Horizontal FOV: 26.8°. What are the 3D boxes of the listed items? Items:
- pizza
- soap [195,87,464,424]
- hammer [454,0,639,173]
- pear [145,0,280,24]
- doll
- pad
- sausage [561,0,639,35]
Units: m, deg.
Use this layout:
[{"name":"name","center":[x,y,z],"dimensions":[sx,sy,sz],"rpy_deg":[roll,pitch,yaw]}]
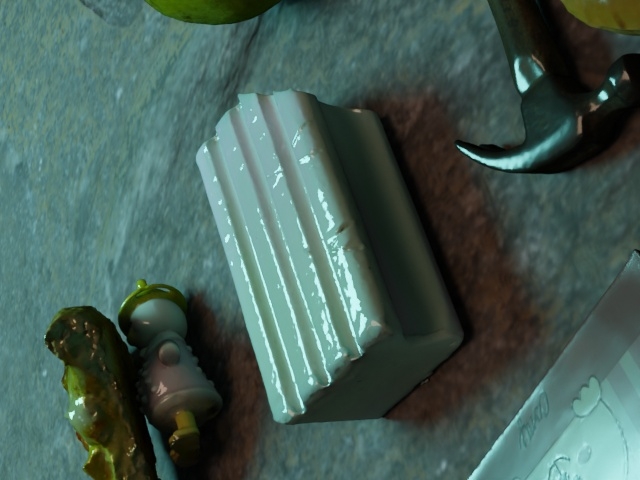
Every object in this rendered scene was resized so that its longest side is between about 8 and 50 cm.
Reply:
[{"name":"pizza","center":[-0.209,0.202,1.338],"dimensions":[0.280,0.075,0.288],"rpy_deg":[82,170,-71]},{"name":"soap","center":[0.000,0.000,1.138],"dimensions":[0.173,0.095,0.289],"rpy_deg":[-49,50,41]},{"name":"hammer","center":[0.126,-0.250,1.030],"dimensions":[0.168,0.044,0.440],"rpy_deg":[-39,56,44]},{"name":"pear","center":[-0.096,-0.291,1.227],"dimensions":[0.200,0.200,0.200],"rpy_deg":[-7,82,54]},{"name":"doll","center":[-0.154,0.123,1.352],"dimensions":[0.129,0.081,0.207],"rpy_deg":[91,161,-55]},{"name":"pad","center":[0.170,0.177,0.904],"dimensions":[0.300,0.005,0.202],"rpy_deg":[-59,30,27]},{"name":"sausage","center":[0.270,-0.199,0.765],"dimensions":[0.354,0.116,0.134],"rpy_deg":[-4,98,57]}]
